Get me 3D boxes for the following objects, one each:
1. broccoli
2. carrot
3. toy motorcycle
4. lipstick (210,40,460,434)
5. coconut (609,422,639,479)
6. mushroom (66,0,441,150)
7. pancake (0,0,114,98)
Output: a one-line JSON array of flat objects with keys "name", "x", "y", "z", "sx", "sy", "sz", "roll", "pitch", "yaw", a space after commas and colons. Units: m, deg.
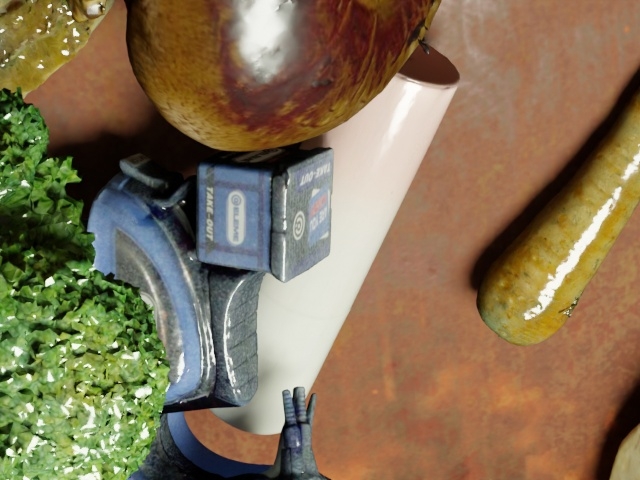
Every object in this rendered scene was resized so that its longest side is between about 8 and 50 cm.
[{"name": "broccoli", "x": -0.274, "y": 0.101, "z": 0.799, "sx": 0.321, "sy": 0.310, "sz": 0.413, "roll": -21, "pitch": 99, "yaw": -24}, {"name": "carrot", "x": 0.223, "y": -0.042, "z": 1.022, "sx": 0.078, "sy": 0.078, "sz": 0.298, "roll": 21, "pitch": 113, "yaw": -25}, {"name": "toy motorcycle", "x": -0.086, "y": 0.106, "z": 0.943, "sx": 0.212, "sy": 0.125, "sz": 0.358, "roll": 8, "pitch": 108, "yaw": 23}, {"name": "lipstick", "x": 0.000, "y": 0.000, "z": 0.985, "sx": 0.087, "sy": 0.087, "sz": 0.327, "roll": 13, "pitch": 121, "yaw": -20}, {"name": "coconut", "x": 0.426, "y": 0.249, "z": 1.136, "sx": 0.323, "sy": 0.323, "sz": 0.323, "roll": -6, "pitch": 125, "yaw": -8}, {"name": "mushroom", "x": -0.022, "y": -0.191, "z": 0.759, "sx": 0.278, "sy": 0.163, "sz": 0.297, "roll": -22, "pitch": 129, "yaw": -30}, {"name": "pancake", "x": -0.289, "y": -0.210, "z": 0.793, "sx": 0.356, "sy": 0.065, "sz": 0.356, "roll": -5, "pitch": 124, "yaw": -8}]
